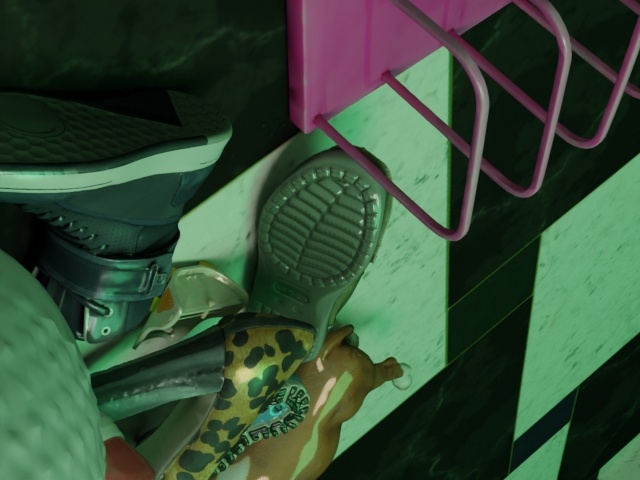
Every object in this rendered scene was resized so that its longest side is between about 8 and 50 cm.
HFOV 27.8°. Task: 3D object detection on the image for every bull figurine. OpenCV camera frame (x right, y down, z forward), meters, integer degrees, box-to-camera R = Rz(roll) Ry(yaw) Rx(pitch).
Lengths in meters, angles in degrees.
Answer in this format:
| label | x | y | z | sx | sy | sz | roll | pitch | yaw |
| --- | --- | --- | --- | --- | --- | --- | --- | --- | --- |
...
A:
| label | x | y | z | sx | sy | sz | roll | pitch | yaw |
| --- | --- | --- | --- | --- | --- | --- | --- | --- | --- |
| bull figurine | -0.042 | 0.206 | 1.259 | 0.310 | 0.101 | 0.188 | -51 | 158 | 16 |

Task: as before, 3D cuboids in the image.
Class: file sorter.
| label | x | y | z | sx | sy | sz | roll | pitch | yaw |
| --- | --- | --- | --- | --- | --- | --- | --- | --- | --- |
| file sorter | 0.145 | -0.165 | 0.893 | 0.291 | 0.182 | 0.202 | -35 | 153 | -21 |

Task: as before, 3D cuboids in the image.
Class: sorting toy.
| label | x | y | z | sx | sy | sz | roll | pitch | yaw |
| --- | --- | --- | --- | --- | --- | --- | --- | --- | --- |
| sorting toy | -0.112 | 0.058 | 1.006 | 0.075 | 0.045 | 0.083 | -49 | 157 | 27 |

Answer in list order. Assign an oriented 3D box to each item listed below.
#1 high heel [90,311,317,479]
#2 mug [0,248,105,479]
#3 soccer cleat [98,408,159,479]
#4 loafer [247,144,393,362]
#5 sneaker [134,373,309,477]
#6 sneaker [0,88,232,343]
| label | x | y | z | sx | sy | sz | roll | pitch | yaw |
| --- | --- | --- | --- | --- | --- | --- | --- | --- | --- |
| high heel | -0.072 | 0.169 | 1.061 | 0.186 | 0.093 | 0.261 | -19 | 135 | -4 |
| mug | -0.262 | 0.125 | 0.580 | 0.276 | 0.328 | 0.374 | -25 | 127 | 25 |
| soccer cleat | -0.146 | 0.221 | 0.889 | 0.109 | 0.116 | 0.318 | -36 | 161 | -22 |
| loafer | 0.000 | 0.000 | 1.051 | 0.087 | 0.094 | 0.251 | -57 | 176 | -38 |
| sneaker | -0.089 | 0.157 | 1.150 | 0.162 | 0.073 | 0.063 | -24 | 125 | 1 |
| sneaker | -0.161 | -0.006 | 0.782 | 0.226 | 0.086 | 0.163 | -8 | 133 | -53 |
